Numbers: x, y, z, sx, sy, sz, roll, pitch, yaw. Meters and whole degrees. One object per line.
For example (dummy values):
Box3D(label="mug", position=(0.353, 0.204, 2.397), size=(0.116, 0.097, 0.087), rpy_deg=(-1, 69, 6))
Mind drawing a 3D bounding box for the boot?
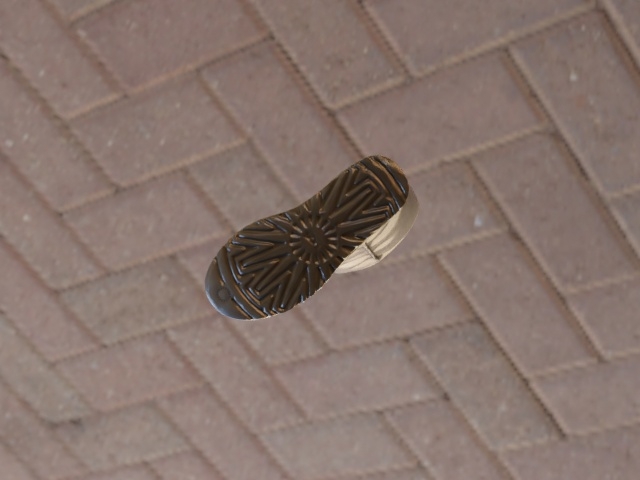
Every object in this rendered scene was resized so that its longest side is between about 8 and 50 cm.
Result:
Box3D(label="boot", position=(0.000, 0.003, 1.160), size=(0.189, 0.208, 0.076), rpy_deg=(-30, 89, -1))
